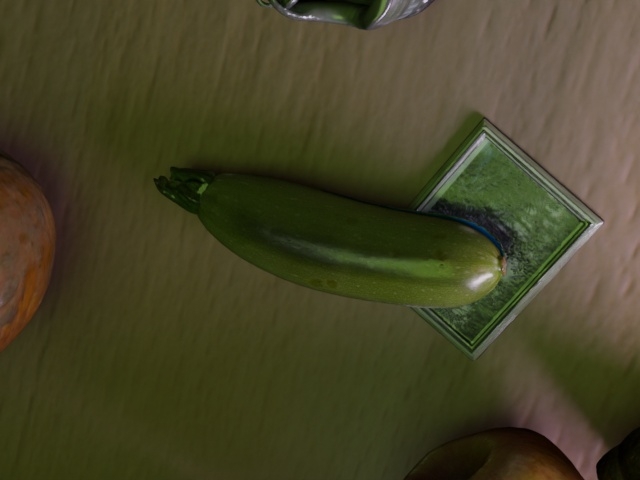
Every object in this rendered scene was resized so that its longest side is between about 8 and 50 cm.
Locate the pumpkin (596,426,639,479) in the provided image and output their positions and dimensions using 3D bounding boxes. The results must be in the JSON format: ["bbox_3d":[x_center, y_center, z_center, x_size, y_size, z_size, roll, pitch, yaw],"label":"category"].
[{"bbox_3d":[0.355,0.234,1.317,0.131,0.126,0.248,-40,110,14],"label":"pumpkin"}]

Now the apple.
[{"bbox_3d":[0.150,0.274,1.333,0.211,0.211,0.187,-23,99,20],"label":"apple"}]

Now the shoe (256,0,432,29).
[{"bbox_3d":[-0.045,-0.255,1.282,0.293,0.149,0.109,19,110,9],"label":"shoe"}]

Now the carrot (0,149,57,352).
[{"bbox_3d":[-0.379,0.031,1.349,0.224,0.341,0.224,4,106,16],"label":"carrot"}]

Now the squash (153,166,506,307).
[{"bbox_3d":[0.000,0.000,1.364,0.341,0.094,0.094,14,108,17],"label":"squash"}]

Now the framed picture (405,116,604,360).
[{"bbox_3d":[0.142,0.003,1.367,0.142,0.011,0.183,42,111,3],"label":"framed picture"}]
